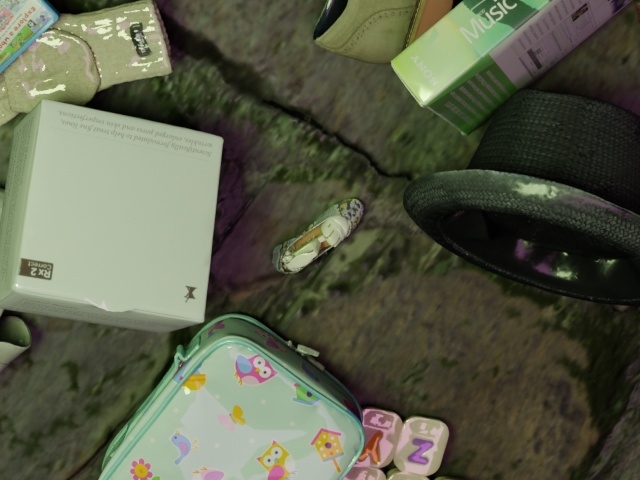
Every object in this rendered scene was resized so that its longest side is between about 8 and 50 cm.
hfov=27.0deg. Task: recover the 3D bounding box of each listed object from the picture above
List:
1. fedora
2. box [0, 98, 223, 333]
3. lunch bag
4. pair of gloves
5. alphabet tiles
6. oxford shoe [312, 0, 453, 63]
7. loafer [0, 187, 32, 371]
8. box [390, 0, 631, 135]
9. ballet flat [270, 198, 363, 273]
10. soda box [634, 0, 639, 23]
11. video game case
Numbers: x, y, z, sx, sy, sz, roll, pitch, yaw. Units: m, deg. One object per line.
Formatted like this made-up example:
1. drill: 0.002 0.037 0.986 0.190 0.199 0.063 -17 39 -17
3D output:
1. fedora: 0.244 -0.050 1.308 0.334 0.334 0.152 22 78 -20
2. box: -0.200 -0.017 1.244 0.181 0.119 0.182 11 77 -24
3. lunch bag: -0.099 0.223 1.433 0.224 0.108 0.279 38 102 -7
4. pair of gloves: -0.264 -0.234 1.220 0.204 0.042 0.240 -20 112 7
5. alphabet tiles: 0.034 0.320 1.542 0.284 0.021 0.278 12 102 -12
6. oxford shoe: 0.066 -0.306 1.185 0.130 0.123 0.348 5 124 -7
7. loafer: -0.348 0.099 1.336 0.111 0.112 0.319 18 112 -9
8. box: 0.222 -0.228 1.218 0.322 0.232 0.058 -41 78 10
9. ballet flat: 0.000 0.000 1.389 0.114 0.041 0.041 -35 117 8
10. soda box: 0.391 -0.167 1.248 0.092 0.263 0.083 -22 119 2
11. video game case: -0.334 -0.223 1.192 0.119 0.015 0.166 -40 107 13
